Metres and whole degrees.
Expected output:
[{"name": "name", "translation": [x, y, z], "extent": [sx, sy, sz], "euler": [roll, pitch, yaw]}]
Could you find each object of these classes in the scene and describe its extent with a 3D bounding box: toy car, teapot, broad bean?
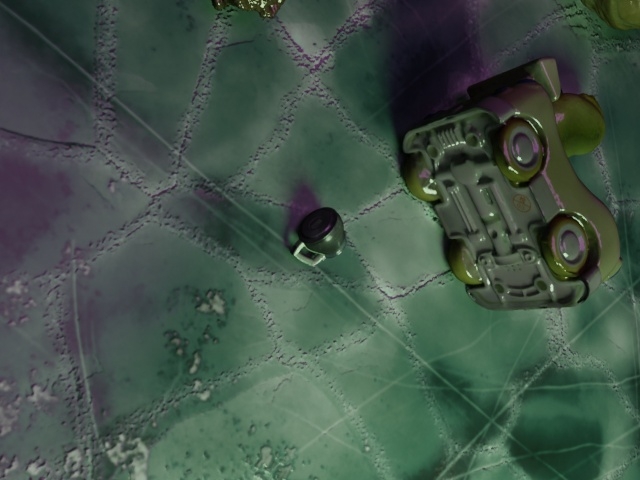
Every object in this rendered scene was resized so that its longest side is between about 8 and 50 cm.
[{"name": "toy car", "translation": [0.307, -0.080, 1.195], "extent": [0.226, 0.242, 0.336], "euler": [-38, 104, -31]}, {"name": "teapot", "translation": [0.000, 0.000, 1.100], "extent": [0.088, 0.066, 0.057], "euler": [-43, 127, -5]}, {"name": "broad bean", "translation": [0.434, -0.199, 1.363], "extent": [0.174, 0.082, 0.124], "euler": [-13, 117, -36]}]

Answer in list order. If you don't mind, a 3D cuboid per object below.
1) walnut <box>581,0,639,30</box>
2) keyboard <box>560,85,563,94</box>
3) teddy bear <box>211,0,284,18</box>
[{"name": "walnut", "translation": [0.610, -0.513, 1.406], "extent": [0.276, 0.282, 0.253], "euler": [-10, 131, -28]}, {"name": "keyboard", "translation": [0.368, -0.245, 1.373], "extent": [0.195, 0.018, 0.060], "euler": [-15, 91, -33]}, {"name": "teddy bear", "translation": [-0.081, -0.427, 1.050], "extent": [0.129, 0.182, 0.251], "euler": [7, 91, -70]}]
